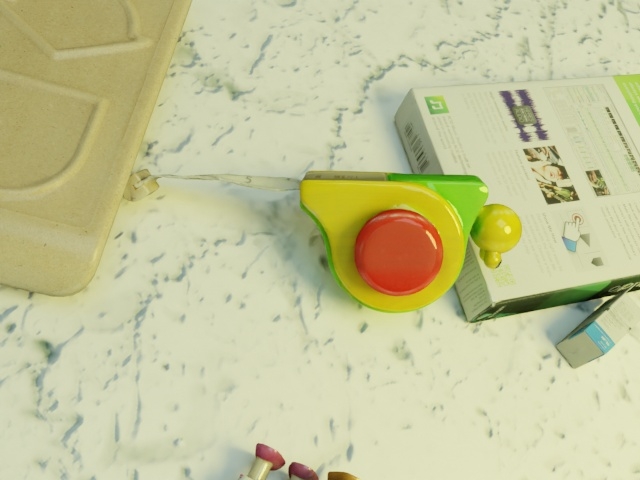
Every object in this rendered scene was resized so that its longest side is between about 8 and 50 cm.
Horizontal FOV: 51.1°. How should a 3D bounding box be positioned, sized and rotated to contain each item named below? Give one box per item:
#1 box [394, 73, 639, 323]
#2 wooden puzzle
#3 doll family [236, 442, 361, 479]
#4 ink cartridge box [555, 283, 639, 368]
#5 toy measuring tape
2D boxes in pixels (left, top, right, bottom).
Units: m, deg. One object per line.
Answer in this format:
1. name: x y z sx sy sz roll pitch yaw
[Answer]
1. box: 0.258 -0.056 0.681 0.322 0.058 0.232 -8 67 -18
2. wooden puzzle: -0.298 -0.145 0.557 0.322 0.080 0.348 15 66 -8
3. doll family: 0.021 0.246 0.422 0.263 0.118 0.163 28 60 -1
4. ink cartridge box: 0.262 0.079 0.617 0.083 0.048 0.028 -32 77 -27
5. toy measuring tape: 0.000 0.000 0.563 0.330 0.121 0.121 2 63 4
